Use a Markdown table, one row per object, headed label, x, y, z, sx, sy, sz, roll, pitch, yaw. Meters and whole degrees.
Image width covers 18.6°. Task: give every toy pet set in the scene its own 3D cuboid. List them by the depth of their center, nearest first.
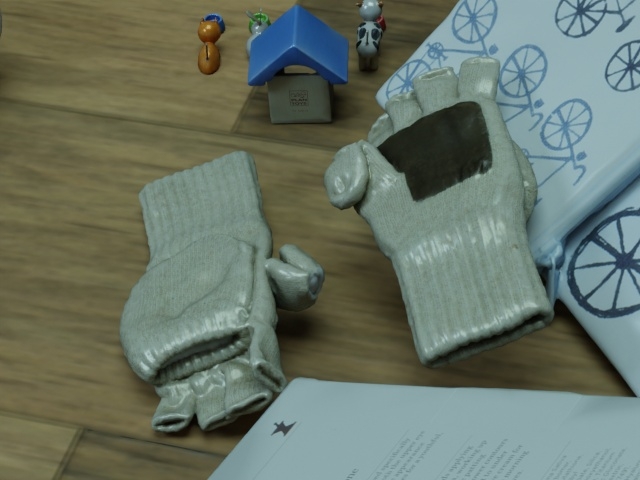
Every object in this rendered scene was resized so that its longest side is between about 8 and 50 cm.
| label | x | y | z | sx | sy | sz | roll | pitch | yaw |
| --- | --- | --- | --- | --- | --- | --- | --- | --- | --- |
| toy pet set | -0.021 | -0.131 | 1.232 | 0.122 | 0.065 | 0.114 | -1 | 43 | 4 |

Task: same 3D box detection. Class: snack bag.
| label | x | y | z | sx | sy | sz | roll | pitch | yaw |
| --- | --- | --- | --- | --- | --- | --- | --- | --- | --- |
| snack bag | 0.215 | -0.085 | 1.035 | 0.323 | 0.037 | 0.342 | -46 | 51 | 16 |

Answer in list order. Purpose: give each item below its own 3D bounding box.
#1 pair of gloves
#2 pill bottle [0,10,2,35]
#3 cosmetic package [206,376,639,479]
| label | x | y | z | sx | sy | sz | roll | pitch | yaw |
| --- | --- | --- | --- | --- | --- | --- | --- | --- | --- |
| pair of gloves | 0.000 | 0.000 | 1.063 | 0.240 | 0.042 | 0.204 | -17 | 42 | 14 |
| pill bottle | -0.296 | -0.107 | 1.199 | 0.108 | 0.108 | 0.193 | 23 | 50 | 27 |
| cosmetic package | -0.001 | 0.211 | 0.742 | 0.284 | 0.097 | 0.377 | 1 | 40 | 46 |
